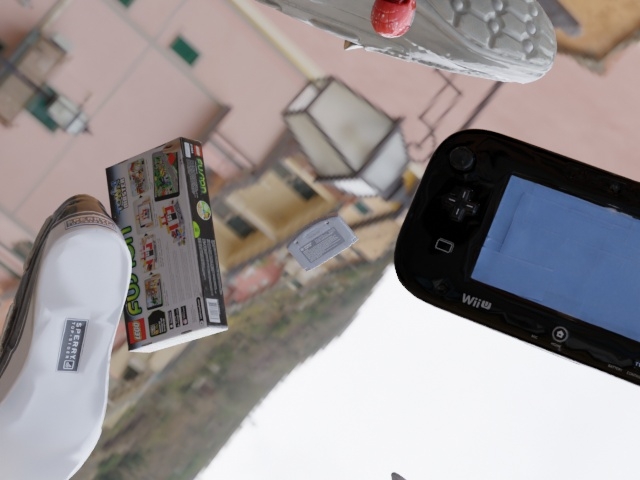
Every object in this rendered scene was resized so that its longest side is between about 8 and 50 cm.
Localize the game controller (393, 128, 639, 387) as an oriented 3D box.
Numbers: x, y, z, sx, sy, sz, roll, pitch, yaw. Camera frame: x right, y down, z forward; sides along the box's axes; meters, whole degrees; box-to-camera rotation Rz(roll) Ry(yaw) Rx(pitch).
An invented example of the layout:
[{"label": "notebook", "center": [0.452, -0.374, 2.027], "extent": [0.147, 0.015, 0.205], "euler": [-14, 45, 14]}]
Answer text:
[{"label": "game controller", "center": [0.227, 0.021, 1.021], "extent": [0.067, 0.319, 0.166], "euler": [80, 33, -67]}]

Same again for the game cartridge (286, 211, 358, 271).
[{"label": "game cartridge", "center": [0.000, 0.000, 1.557], "extent": [0.083, 0.056, 0.017], "euler": [-32, -151, 14]}]

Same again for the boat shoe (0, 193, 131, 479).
[{"label": "boat shoe", "center": [-0.253, 0.100, 1.124], "extent": [0.102, 0.108, 0.301], "euler": [-125, -133, -59]}]

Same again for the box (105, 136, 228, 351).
[{"label": "box", "center": [-0.165, 0.005, 1.268], "extent": [0.114, 0.036, 0.207], "euler": [-18, -106, 32]}]

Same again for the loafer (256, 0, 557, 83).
[{"label": "loafer", "center": [0.059, -0.215, 1.052], "extent": [0.111, 0.319, 0.112], "euler": [-41, -149, 57]}]

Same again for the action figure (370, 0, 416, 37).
[{"label": "action figure", "center": [0.098, -0.262, 0.757], "extent": [0.139, 0.091, 0.280], "euler": [-6, 118, -58]}]

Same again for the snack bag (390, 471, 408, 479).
[{"label": "snack bag", "center": [0.199, 0.476, 1.417], "extent": [0.037, 0.323, 0.342], "euler": [-28, -140, -27]}]
